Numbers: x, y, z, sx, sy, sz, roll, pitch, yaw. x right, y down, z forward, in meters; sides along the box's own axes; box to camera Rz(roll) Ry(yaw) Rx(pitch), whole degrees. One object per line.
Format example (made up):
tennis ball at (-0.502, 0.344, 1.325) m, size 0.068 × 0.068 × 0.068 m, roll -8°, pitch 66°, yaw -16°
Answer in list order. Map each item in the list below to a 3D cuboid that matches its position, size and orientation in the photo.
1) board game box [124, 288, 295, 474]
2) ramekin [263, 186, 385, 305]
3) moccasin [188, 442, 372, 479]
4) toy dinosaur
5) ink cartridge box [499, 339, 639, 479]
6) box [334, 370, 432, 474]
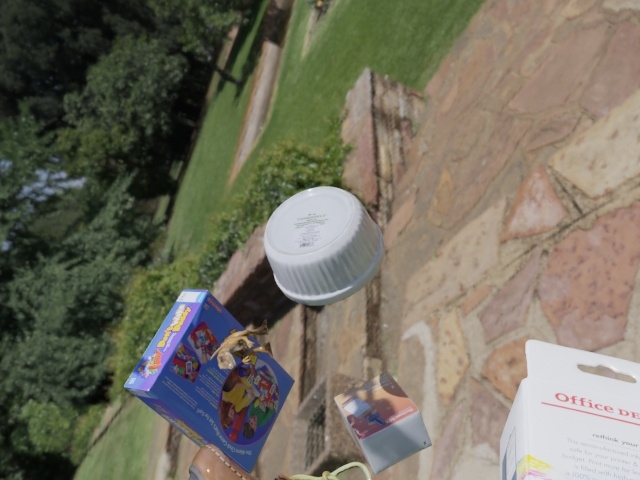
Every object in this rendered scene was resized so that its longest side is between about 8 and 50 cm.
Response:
board game box at (-0.215, 0.298, 1.430) m, size 0.078 × 0.347 × 0.233 m, roll -1°, pitch 48°, yaw 38°
ramekin at (0.000, 0.000, 1.194) m, size 0.207 × 0.207 × 0.109 m, roll -86°, pitch -23°, yaw -44°
moccasin at (0.025, 0.332, 0.778) m, size 0.147 × 0.380 × 0.139 m, roll -60°, pitch 4°, yaw -20°
toy dinosaur at (-0.142, 0.176, 1.169) m, size 0.211 × 0.112 × 0.064 m, roll 147°, pitch 112°, yaw -82°
ink cartridge box at (0.304, 0.276, 0.729) m, size 0.353 × 0.207 × 0.119 m, roll -66°, pitch -14°, yaw -55°
box at (0.123, 0.362, 1.377) m, size 0.091 × 0.130 × 0.170 m, roll 69°, pitch 170°, yaw -21°
